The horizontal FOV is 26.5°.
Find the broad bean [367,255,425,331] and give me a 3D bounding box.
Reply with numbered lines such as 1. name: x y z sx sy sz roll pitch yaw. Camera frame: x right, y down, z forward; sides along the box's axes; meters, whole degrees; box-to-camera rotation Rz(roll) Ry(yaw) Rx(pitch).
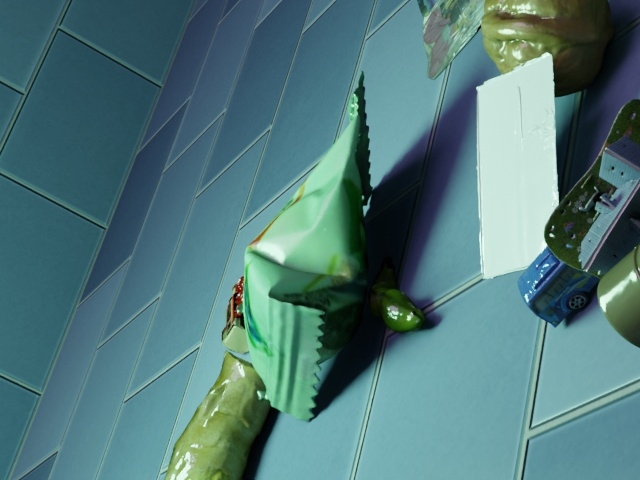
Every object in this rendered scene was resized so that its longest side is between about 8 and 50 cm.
1. broad bean: 0.087 0.077 1.685 0.195 0.046 0.061 -109 37 -68

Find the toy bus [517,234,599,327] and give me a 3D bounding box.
1. toy bus: 0.255 0.014 1.325 0.153 0.061 0.051 -50 27 24

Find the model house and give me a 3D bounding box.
1. model house: 0.276 -0.040 1.223 0.167 0.117 0.088 -56 -18 7

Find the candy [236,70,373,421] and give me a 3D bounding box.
1. candy: 0.006 0.001 1.799 0.263 0.172 0.398 101 -168 -58

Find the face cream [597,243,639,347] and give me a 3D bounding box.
1. face cream: 0.358 -0.035 1.076 0.341 0.137 0.084 -49 57 39

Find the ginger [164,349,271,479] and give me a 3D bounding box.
1. ginger: -0.146 0.286 1.892 0.116 0.109 0.263 72 -142 -65

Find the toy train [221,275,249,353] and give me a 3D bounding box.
1. toy train: -0.121 0.114 2.158 0.087 0.050 0.138 -56 19 25

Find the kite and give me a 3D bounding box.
1. kite: 0.202 -0.387 2.087 0.204 0.022 0.360 -53 25 24

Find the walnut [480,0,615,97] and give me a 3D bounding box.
1. walnut: 0.261 -0.241 1.555 0.166 0.149 0.167 14 106 56

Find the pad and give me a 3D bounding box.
1. pad: 0.216 -0.080 1.504 0.156 0.004 0.232 158 114 -63
